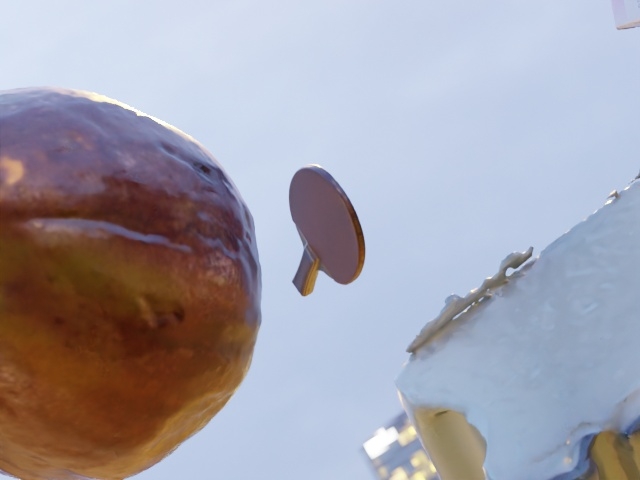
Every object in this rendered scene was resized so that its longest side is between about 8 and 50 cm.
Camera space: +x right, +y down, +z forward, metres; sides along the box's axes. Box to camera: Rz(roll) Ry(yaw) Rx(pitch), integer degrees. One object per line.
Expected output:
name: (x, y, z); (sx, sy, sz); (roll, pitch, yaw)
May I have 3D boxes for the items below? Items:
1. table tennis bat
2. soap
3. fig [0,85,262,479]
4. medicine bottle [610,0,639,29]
table tennis bat: (0.000, 0.000, 1.209); (0.014, 0.095, 0.158); (-27, -20, -25)
soap: (0.139, 0.105, 0.583); (0.150, 0.094, 0.261); (-39, -51, -15)
fig: (-0.150, 0.023, 0.849); (0.224, 0.224, 0.263); (-30, -43, -4)
medicine bottle: (0.296, -0.281, 1.332); (0.052, 0.171, 0.201); (-13, 4, -6)
